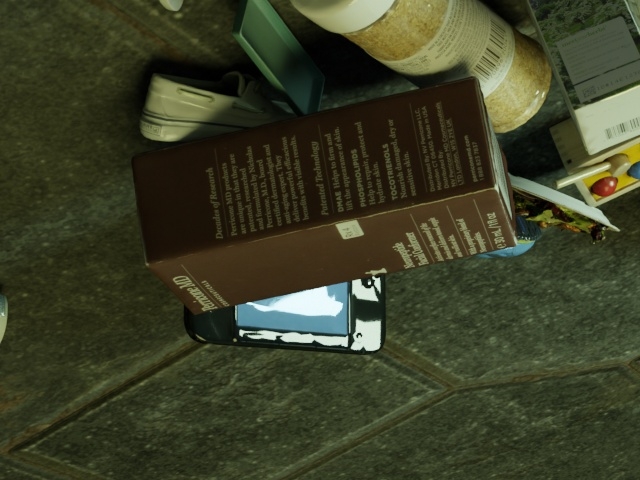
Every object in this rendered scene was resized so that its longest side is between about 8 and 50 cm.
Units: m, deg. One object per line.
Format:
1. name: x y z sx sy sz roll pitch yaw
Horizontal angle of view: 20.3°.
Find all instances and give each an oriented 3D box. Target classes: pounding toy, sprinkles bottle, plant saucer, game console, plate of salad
1. pounding toy: 0.351 -0.103 2.221 0.130 0.100 0.141 -26 148 13
2. sprinkles bottle: 0.110 -0.224 1.882 0.121 0.121 0.355 -33 146 23
3. plant saucer: -0.044 -0.195 1.903 0.018 0.067 0.192 -1 153 25
4. game console: 0.000 0.000 2.150 0.293 0.250 0.173 6 168 -34
5. plate of salad: 0.274 -0.041 2.218 0.200 0.200 0.048 21 92 -47

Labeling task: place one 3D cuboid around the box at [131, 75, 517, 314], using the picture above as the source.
1. box: 0.008 -0.043 1.928 0.382 0.143 0.191 -11 159 10

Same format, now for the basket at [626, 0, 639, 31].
1. basket: 0.352 -0.228 1.965 0.103 0.167 0.113 -15 149 7

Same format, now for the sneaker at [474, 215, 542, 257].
1. sneaker: 0.190 -0.009 2.321 0.209 0.069 0.082 9 144 -38

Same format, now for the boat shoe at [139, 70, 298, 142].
1. boat shoe: -0.089 -0.146 1.947 0.226 0.083 0.075 -4 111 -40

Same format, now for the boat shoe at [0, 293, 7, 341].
1. boat shoe: -0.460 0.138 2.226 0.081 0.079 0.227 12 134 -26

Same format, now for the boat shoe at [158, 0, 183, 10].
1. boat shoe: -0.168 -0.274 1.743 0.040 0.049 0.142 10 157 19

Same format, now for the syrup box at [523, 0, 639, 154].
1. syrup box: 0.276 -0.219 1.863 0.093 0.236 0.096 -22 148 7
